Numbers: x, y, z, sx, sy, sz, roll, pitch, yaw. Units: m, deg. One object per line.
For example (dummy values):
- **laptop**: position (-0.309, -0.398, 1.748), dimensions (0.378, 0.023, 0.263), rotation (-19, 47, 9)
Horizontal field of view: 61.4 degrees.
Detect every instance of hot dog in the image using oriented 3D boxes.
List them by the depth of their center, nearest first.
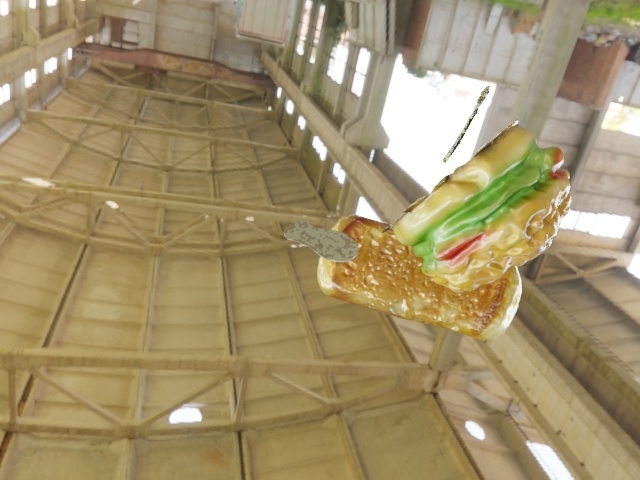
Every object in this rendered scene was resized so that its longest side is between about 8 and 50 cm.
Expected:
- **hot dog**: position (0.202, 0.080, 1.153), dimensions (0.405, 0.185, 0.223), rotation (16, 175, 8)

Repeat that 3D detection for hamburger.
- **hamburger**: position (0.214, -0.032, 0.685), dimensions (0.149, 0.237, 0.237), rotation (50, -149, 6)

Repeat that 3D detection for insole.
- **insole**: position (0.000, 0.000, 1.033), dimensions (0.193, 0.006, 0.065), rotation (21, -121, 43)

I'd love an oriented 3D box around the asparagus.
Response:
- **asparagus**: position (0.242, -0.189, 0.900), dimensions (0.016, 0.166, 0.013), rotation (10, -132, -13)
